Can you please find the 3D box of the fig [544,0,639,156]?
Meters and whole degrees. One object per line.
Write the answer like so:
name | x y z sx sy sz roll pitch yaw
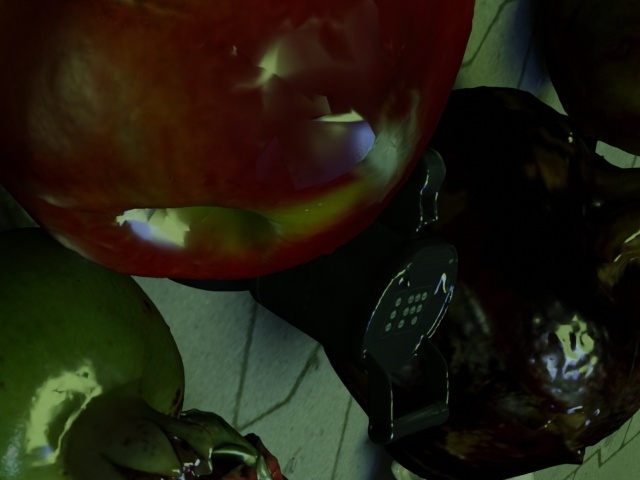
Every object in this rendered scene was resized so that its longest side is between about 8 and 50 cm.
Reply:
fig | 0.368 -0.201 1.256 0.321 0.217 0.217 -21 145 -1

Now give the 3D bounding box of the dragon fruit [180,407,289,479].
dragon fruit | -0.106 0.265 0.989 0.234 0.234 0.293 -13 129 -55

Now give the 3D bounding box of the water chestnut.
water chestnut | 0.168 0.011 1.093 0.347 0.335 0.335 -37 162 27

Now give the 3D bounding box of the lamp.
lamp | 0.000 0.000 0.896 0.147 0.227 0.172 -6 120 -57

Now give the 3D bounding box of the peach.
peach | -0.056 -0.154 0.745 0.281 0.281 0.338 45 41 -61

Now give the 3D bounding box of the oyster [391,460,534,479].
oyster | 0.169 0.222 1.510 0.351 0.115 0.237 -5 111 -63

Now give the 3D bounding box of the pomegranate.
pomegranate | -0.154 0.085 0.760 0.179 0.210 0.179 -1 92 -24

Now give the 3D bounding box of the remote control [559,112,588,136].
remote control | 0.234 -0.036 1.440 0.090 0.066 0.266 -36 149 -17
